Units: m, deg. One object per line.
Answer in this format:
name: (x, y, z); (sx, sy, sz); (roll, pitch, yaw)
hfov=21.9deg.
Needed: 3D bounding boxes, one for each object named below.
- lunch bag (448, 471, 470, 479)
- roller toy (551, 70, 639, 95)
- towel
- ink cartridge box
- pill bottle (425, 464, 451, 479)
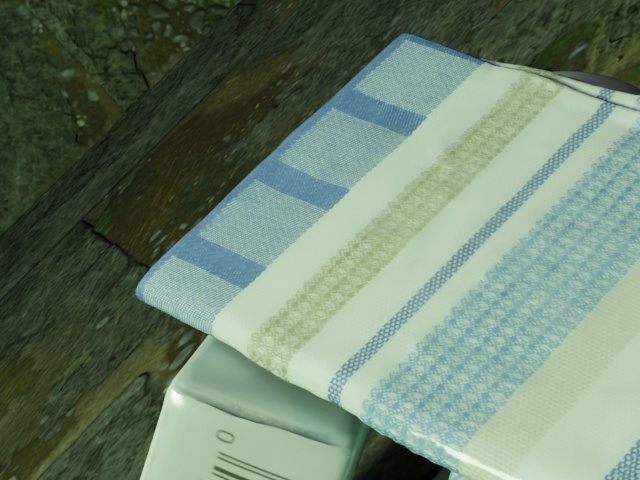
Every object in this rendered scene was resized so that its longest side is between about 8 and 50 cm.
lunch bag: (0.137, 0.174, 0.589); (0.224, 0.108, 0.279); (-3, 40, 25)
roller toy: (0.132, 0.014, 0.890); (0.146, 0.191, 0.209); (-98, 18, -67)
towel: (0.080, 0.006, 0.697); (0.285, 0.034, 0.209); (23, 57, 41)
ink cartridge box: (-0.029, 0.155, 0.895); (0.385, 0.091, 0.308); (-50, -21, -69)
pill bottle: (0.067, 0.180, 0.779); (0.186, 0.112, 0.112); (-48, 19, -15)
